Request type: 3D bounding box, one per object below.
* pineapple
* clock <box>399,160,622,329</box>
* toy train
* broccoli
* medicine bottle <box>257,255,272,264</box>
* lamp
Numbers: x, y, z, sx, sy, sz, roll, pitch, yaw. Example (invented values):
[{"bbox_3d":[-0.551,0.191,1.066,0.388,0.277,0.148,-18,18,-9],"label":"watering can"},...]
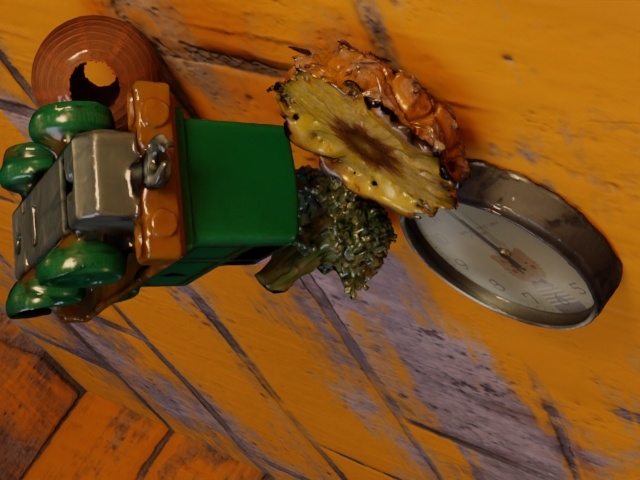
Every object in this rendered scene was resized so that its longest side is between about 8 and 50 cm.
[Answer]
[{"bbox_3d":[0.052,-0.105,1.085,0.225,0.076,0.225,31,160,13],"label":"pineapple"},{"bbox_3d":[0.185,0.010,1.189,0.226,0.049,0.226,27,158,11],"label":"clock"},{"bbox_3d":[-0.183,-0.028,1.220,0.249,0.178,0.429,-1,167,-26],"label":"toy train"},{"bbox_3d":[0.000,0.000,1.274,0.167,0.160,0.154,38,168,43],"label":"broccoli"},{"bbox_3d":[-0.095,-0.047,1.410,0.115,0.078,0.219,22,157,20],"label":"medicine bottle"},{"bbox_3d":[-0.235,-0.171,1.262,0.136,0.136,0.136,28,158,12],"label":"lamp"}]
